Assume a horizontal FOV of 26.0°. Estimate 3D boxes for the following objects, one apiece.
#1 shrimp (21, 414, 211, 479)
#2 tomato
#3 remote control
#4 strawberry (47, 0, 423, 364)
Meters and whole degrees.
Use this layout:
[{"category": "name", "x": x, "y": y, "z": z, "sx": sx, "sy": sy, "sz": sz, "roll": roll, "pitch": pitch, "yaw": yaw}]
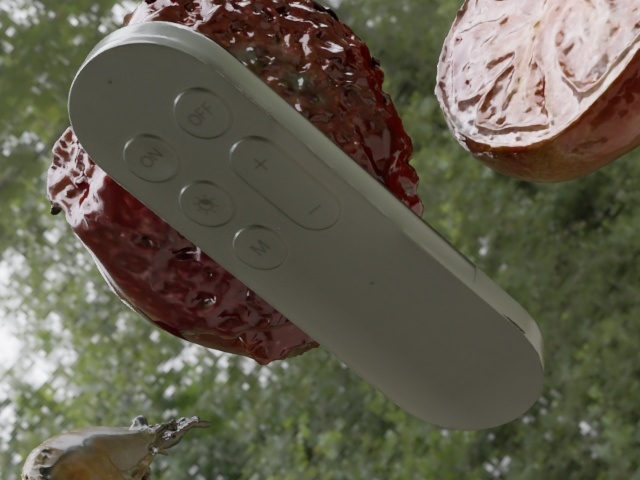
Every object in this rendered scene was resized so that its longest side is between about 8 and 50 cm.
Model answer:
[{"category": "shrimp", "x": -0.169, "y": 0.215, "z": 1.235, "sx": 0.066, "sy": 0.117, "sz": 0.262, "roll": -43, "pitch": -20, "yaw": 25}, {"category": "tomato", "x": 0.192, "y": -0.144, "z": 0.960, "sx": 0.095, "sy": 0.237, "sz": 0.237, "roll": 29, "pitch": -80, "yaw": -31}, {"category": "remote control", "x": 0.000, "y": 0.000, "z": 0.580, "sx": 0.077, "sy": 0.245, "sz": 0.022, "roll": -36, "pitch": 24, "yaw": 35}, {"category": "strawberry", "x": -0.035, "y": -0.044, "z": 0.942, "sx": 0.274, "sy": 0.220, "sz": 0.274, "roll": -9, "pitch": -79, "yaw": -58}]
